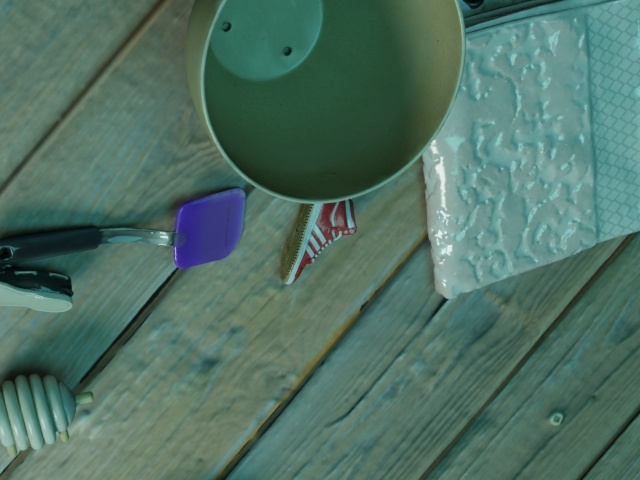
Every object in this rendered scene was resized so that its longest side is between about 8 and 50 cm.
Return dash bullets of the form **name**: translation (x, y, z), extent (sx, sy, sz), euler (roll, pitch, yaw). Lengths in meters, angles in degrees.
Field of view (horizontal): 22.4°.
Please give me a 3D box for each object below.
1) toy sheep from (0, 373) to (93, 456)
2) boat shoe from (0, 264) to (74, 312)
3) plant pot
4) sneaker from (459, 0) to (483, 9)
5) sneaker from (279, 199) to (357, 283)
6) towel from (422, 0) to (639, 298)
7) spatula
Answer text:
- **toy sheep**: translation (-0.308, 0.185, 1.736), extent (0.132, 0.091, 0.091), euler (-18, 119, -12)
- **boat shoe**: translation (-0.319, 0.045, 1.696), extent (0.125, 0.038, 0.046), euler (10, 149, -24)
- **plant pot**: translation (-0.020, -0.202, 1.644), extent (0.284, 0.191, 0.284), euler (-10, 116, -22)
- **sneaker**: translation (0.147, -0.322, 1.745), extent (0.063, 0.073, 0.162), euler (-30, 122, -12)
- **sneaker**: translation (0.000, 0.000, 1.832), extent (0.067, 0.042, 0.118), euler (16, 102, -28)
- **towel**: translation (0.263, -0.121, 1.906), extent (0.317, 0.053, 0.332), euler (-17, 117, -19)
- **spatula**: translation (-0.214, -0.002, 1.732), extent (0.296, 0.030, 0.084), euler (-6, 117, -24)
